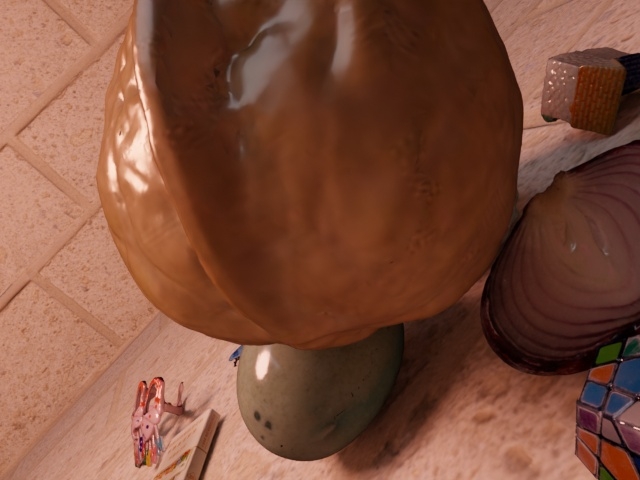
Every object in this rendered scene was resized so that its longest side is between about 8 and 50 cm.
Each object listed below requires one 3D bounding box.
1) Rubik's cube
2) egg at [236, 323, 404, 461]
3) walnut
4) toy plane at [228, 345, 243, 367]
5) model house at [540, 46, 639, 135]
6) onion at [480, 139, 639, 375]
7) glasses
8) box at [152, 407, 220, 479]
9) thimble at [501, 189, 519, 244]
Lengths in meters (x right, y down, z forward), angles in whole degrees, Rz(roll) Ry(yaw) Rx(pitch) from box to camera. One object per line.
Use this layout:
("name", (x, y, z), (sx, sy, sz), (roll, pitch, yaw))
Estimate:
("Rubik's cube", (0.195, 0.102, 0.300), (0.111, 0.111, 0.093), (-44, -10, 8))
("egg", (0.003, 0.126, 0.610), (0.169, 0.169, 0.236), (-26, 25, 52))
("walnut", (-0.016, -0.091, 0.473), (0.381, 0.381, 0.381), (-42, 15, 14))
("toy plane", (-0.095, 0.175, 0.939), (0.169, 0.078, 0.246), (-45, 21, 4))
("model house", (0.351, -0.186, 0.685), (0.100, 0.088, 0.100), (-18, 34, -18))
("onion", (0.218, 0.029, 0.435), (0.206, 0.151, 0.098), (-39, -20, -4))
("glasses", (-0.315, 0.360, 1.071), (0.255, 0.095, 0.162), (-33, 44, 57))
("box", (-0.228, 0.374, 0.852), (0.122, 0.032, 0.220), (-41, 16, 22))
("thimble", (0.135, -0.050, 0.692), (0.149, 0.185, 0.211), (-28, 32, 53))
